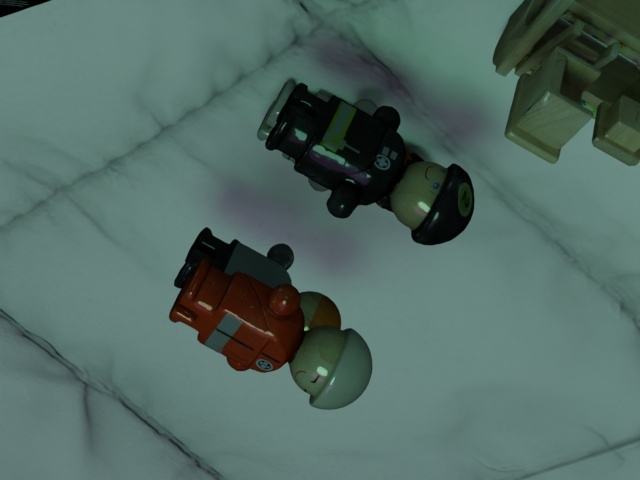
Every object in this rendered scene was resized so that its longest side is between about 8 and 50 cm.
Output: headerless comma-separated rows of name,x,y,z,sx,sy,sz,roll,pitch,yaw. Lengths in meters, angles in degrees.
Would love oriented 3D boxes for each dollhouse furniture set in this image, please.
dollhouse furniture set,0.205,-0.074,1.130,0.182,0.161,0.101,29,139,-12

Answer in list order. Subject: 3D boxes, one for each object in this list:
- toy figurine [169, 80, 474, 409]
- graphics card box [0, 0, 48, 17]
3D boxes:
toy figurine,0.000,0.000,1.238,0.148,0.213,0.209,29,-177,-7
graphics card box,-0.265,-0.201,1.114,0.371,0.094,0.233,-14,174,31
